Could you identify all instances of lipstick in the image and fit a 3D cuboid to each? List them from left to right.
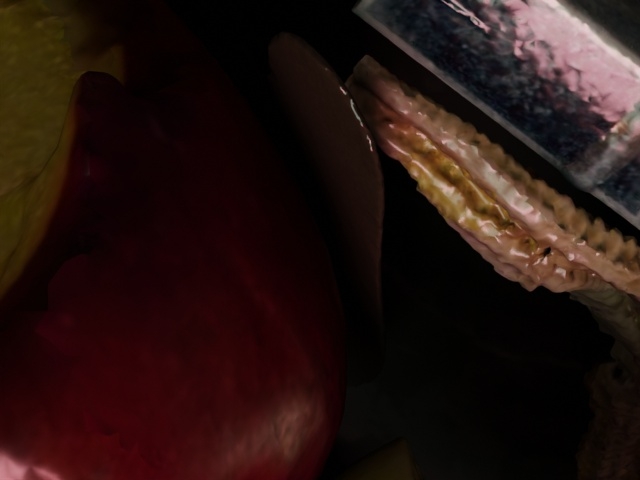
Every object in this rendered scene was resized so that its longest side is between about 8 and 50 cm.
[{"bbox_3d":[0.153,-0.049,0.702,0.289,0.076,0.077,35,130,-11],"label":"lipstick"}]

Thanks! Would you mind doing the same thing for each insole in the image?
[{"bbox_3d":[0.000,0.000,0.782,0.111,0.007,0.328,51,164,18],"label":"insole"}]

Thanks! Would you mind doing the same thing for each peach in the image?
[{"bbox_3d":[-0.203,0.013,0.743,0.416,0.339,0.353,49,155,12],"label":"peach"}]

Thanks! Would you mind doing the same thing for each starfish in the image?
[{"bbox_3d":[0.186,0.117,0.771,0.384,0.132,0.398,36,154,26],"label":"starfish"}]

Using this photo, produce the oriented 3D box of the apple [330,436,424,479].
[{"bbox_3d":[0.076,0.240,0.716,0.295,0.233,0.258,24,152,32],"label":"apple"}]
